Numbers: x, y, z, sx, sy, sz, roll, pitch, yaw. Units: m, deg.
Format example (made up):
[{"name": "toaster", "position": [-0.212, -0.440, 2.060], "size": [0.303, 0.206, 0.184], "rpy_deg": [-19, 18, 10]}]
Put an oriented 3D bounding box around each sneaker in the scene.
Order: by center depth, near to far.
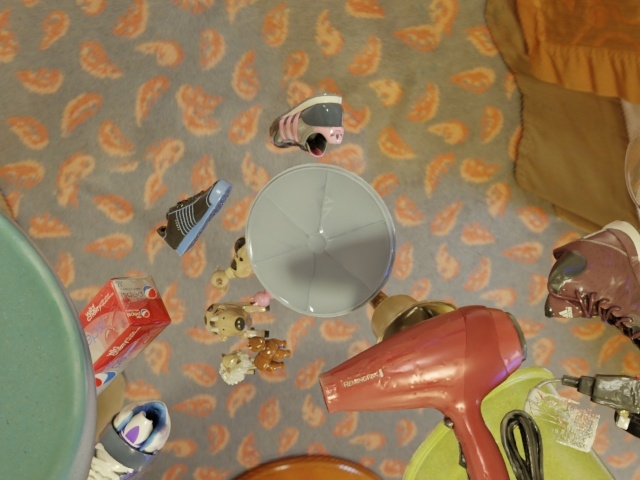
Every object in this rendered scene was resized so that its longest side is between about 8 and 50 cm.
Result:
[{"name": "sneaker", "position": [0.406, 0.113, 0.992], "size": [0.162, 0.281, 0.106], "rpy_deg": [-17, 144, 5]}, {"name": "sneaker", "position": [-0.398, 0.411, 1.296], "size": [0.130, 0.323, 0.236], "rpy_deg": [36, 116, 10]}, {"name": "sneaker", "position": [-0.292, -0.066, 1.616], "size": [0.090, 0.081, 0.232], "rpy_deg": [40, 117, -1]}, {"name": "sneaker", "position": [-0.042, -0.265, 1.809], "size": [0.112, 0.319, 0.131], "rpy_deg": [-4, 82, -26]}]

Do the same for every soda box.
[{"name": "soda box", "position": [-0.357, 0.168, 1.158], "size": [0.083, 0.092, 0.263], "rpy_deg": [2, 141, -51]}]

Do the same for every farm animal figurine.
[{"name": "farm animal figurine", "position": [-0.206, 0.173, 1.764], "size": [0.172, 0.326, 0.331], "rpy_deg": [3, 70, -28]}]

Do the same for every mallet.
[{"name": "mallet", "position": [0.444, 0.241, 0.889], "size": [0.189, 0.062, 0.039], "rpy_deg": [21, 90, -31]}]

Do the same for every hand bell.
[{"name": "hand bell", "position": [0.079, 0.082, 0.919], "size": [0.126, 0.242, 0.126], "rpy_deg": [-8, 114, -18]}]

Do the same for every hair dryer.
[{"name": "hair dryer", "position": [0.137, 0.163, 0.622], "size": [0.293, 0.080, 0.224], "rpy_deg": [20, 63, 11]}]

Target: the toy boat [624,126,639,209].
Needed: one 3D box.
[{"name": "toy boat", "position": [0.503, -0.079, 0.885], "size": [0.151, 0.231, 0.151], "rpy_deg": [-28, 146, -18]}]

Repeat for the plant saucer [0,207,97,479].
[{"name": "plant saucer", "position": [-0.242, 0.061, 0.375], "size": [0.043, 0.318, 0.317], "rpy_deg": [-33, 113, 26]}]

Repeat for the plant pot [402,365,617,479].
[{"name": "plant pot", "position": [0.293, 0.355, 0.947], "size": [0.276, 0.254, 0.276], "rpy_deg": [-22, 138, -22]}]

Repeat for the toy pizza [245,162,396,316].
[{"name": "toy pizza", "position": [0.000, 0.000, 0.915], "size": [0.201, 0.032, 0.201], "rpy_deg": [4, 103, 16]}]
